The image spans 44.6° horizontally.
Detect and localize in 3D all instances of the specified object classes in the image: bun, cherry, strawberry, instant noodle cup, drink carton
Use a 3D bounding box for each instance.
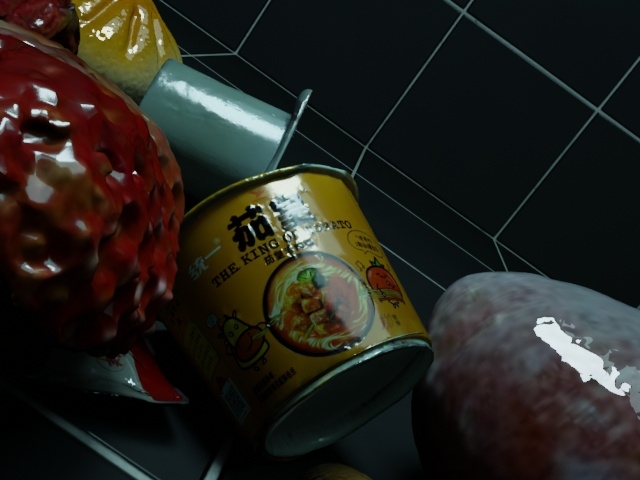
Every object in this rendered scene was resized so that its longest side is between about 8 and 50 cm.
[{"bbox_3d":[-0.333,-0.324,1.203,0.299,0.164,0.299,35,15,-11],"label":"bun"},{"bbox_3d":[0.246,0.183,0.692,0.326,0.291,0.335,9,27,-49],"label":"cherry"},{"bbox_3d":[-0.174,-0.052,0.469,0.265,0.149,0.336,43,-10,-22],"label":"strawberry"},{"bbox_3d":[-0.020,0.067,0.650,0.216,0.216,0.172,13,38,-55],"label":"instant noodle cup"},{"bbox_3d":[-0.136,-0.122,0.984,0.190,0.191,0.185,26,-21,-9],"label":"drink carton"}]

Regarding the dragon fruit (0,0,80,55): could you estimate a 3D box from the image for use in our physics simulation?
[{"bbox_3d":[-0.383,-0.221,0.866,0.302,0.240,0.330,62,11,-55],"label":"dragon fruit"}]

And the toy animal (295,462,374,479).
[{"bbox_3d":[0.033,0.225,0.523,0.179,0.089,0.188,5,30,-33],"label":"toy animal"}]

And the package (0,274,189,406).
[{"bbox_3d":[-0.218,0.059,0.554,0.239,0.030,0.154,22,18,-40],"label":"package"}]
